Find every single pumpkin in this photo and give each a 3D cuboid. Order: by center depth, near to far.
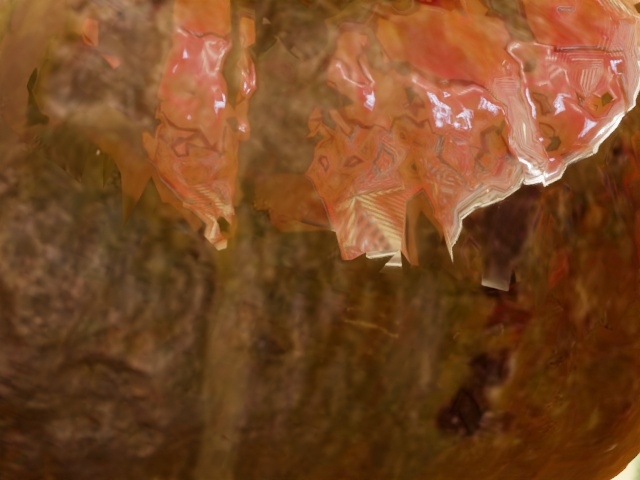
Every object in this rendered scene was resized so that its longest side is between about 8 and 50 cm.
[{"bbox_3d":[0.000,0.000,0.506,0.232,0.242,0.325,35,44,20],"label":"pumpkin"}]
